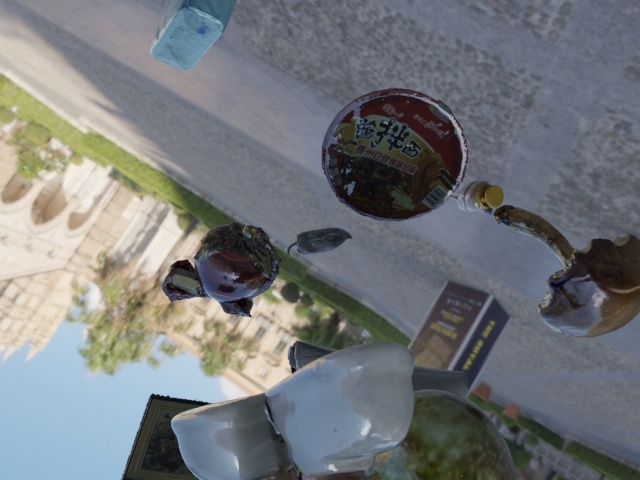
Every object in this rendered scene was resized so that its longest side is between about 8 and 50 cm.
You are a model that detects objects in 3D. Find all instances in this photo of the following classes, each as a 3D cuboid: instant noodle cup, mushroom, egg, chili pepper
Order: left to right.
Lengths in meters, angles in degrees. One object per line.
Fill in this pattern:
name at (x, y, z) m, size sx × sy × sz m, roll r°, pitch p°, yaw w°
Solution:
chili pepper at (0.000, 0.000, 1.295) m, size 0.153 × 0.050 × 0.041 m, roll -9°, pitch -157°, yaw -17°
instant noodle cup at (0.140, -0.172, 1.155) m, size 0.274 × 0.274 × 0.091 m, roll 34°, pitch -151°, yaw -15°
egg at (0.149, 0.323, 0.824) m, size 0.238 × 0.238 × 0.289 m, roll 31°, pitch 135°, yaw 21°
mushroom at (0.504, 0.027, 1.163) m, size 0.233 × 0.302 × 0.208 m, roll -5°, pitch 158°, yaw -17°

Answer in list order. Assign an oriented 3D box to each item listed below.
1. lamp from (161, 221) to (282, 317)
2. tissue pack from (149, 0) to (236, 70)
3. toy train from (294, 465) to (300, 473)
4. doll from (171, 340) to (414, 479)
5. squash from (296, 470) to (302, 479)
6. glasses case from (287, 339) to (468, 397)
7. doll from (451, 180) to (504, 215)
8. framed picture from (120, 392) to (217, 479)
lamp at (-0.191, 0.056, 1.179) m, size 0.215 × 0.223 × 0.151 m, roll 22°, pitch -167°, yaw 1°
tissue pack at (-0.178, -0.421, 0.967) m, size 0.089 × 0.263 × 0.177 m, roll 20°, pitch 161°, yaw -27°
toy train at (-0.066, 0.493, 0.893) m, size 0.150 × 0.369 × 0.237 m, roll -8°, pitch 133°, yaw 38°
doll at (0.032, 0.268, 0.375) m, size 0.161 × 0.348 × 0.423 m, roll -10°, pitch -130°, yaw -32°
squash at (-0.034, 0.367, 0.685) m, size 0.077 × 0.068 × 0.219 m, roll 42°, pitch -149°, yaw -27°
glasses case at (0.084, 0.238, 1.027) m, size 0.308 × 0.083 × 0.128 m, roll 13°, pitch 166°, yaw -11°
doll at (0.335, -0.086, 1.289) m, size 0.084 × 0.073 × 0.127 m, roll 47°, pitch 165°, yaw -19°
framed picture at (-0.242, 0.368, 1.108) m, size 0.195 × 0.010 × 0.199 m, roll 9°, pitch -143°, yaw -2°
